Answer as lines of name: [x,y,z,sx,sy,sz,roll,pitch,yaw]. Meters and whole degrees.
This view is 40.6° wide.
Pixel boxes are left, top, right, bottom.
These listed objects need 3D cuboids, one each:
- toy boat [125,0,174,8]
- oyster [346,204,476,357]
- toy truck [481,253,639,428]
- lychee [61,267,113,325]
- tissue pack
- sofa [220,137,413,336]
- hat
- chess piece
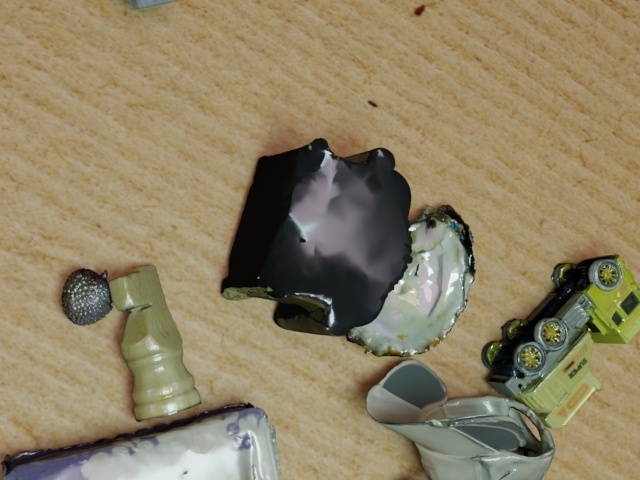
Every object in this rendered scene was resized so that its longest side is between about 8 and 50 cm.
toy boat: [-0.261,-0.486,1.207,0.276,0.111,0.293,35,63,-12]
oyster: [0.126,0.051,1.278,0.198,0.092,0.259,35,85,-11]
toy truck: [0.384,0.155,1.325,0.272,0.124,0.157,-44,98,-16]
lychee: [-0.309,0.073,1.149,0.067,0.068,0.083,21,81,29]
tissue pack: [-0.215,0.362,1.117,0.344,0.125,0.242,-10,87,-20]
sofa: [0.000,0.000,1.194,0.182,0.200,0.258,20,78,-26]
hat: [0.188,0.278,1.205,0.275,0.232,0.161,24,86,-29]
chess piece: [-0.228,0.134,1.159,0.090,0.090,0.200,-14,86,-18]
